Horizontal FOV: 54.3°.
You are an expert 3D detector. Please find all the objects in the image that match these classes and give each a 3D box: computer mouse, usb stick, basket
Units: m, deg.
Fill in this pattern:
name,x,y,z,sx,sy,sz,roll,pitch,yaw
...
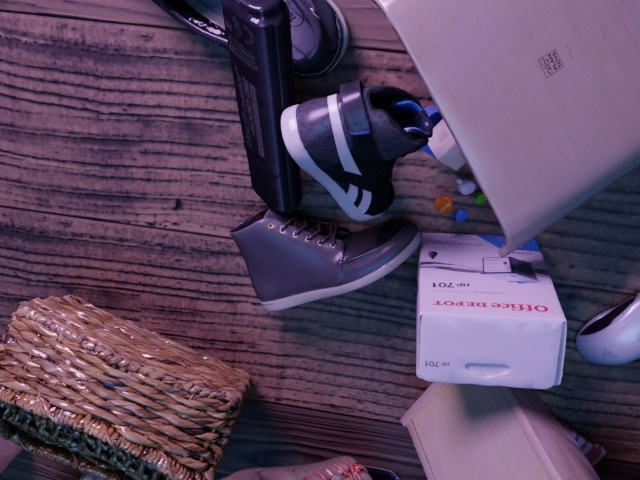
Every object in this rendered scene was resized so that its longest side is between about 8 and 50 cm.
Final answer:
name,x,y,z,sx,sy,sz,roll,pitch,yaw
computer mouse,0.395,0.094,0.733,0.106,0.042,0.193,44,113,-11
usb stick,-0.054,-0.130,0.631,0.077,0.045,0.278,46,158,27
basket,-0.262,0.225,0.771,0.299,0.213,0.223,25,87,-2

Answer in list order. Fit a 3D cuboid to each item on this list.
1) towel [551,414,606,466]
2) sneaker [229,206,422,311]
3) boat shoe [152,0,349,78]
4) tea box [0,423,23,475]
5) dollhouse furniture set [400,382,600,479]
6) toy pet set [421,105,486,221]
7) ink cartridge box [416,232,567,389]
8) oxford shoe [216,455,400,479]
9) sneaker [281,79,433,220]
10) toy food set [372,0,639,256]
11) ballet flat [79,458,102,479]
name,x,y,z,sx,sy,sz,roll,pitch,yaw
towel,0.266,0.280,0.847,0.197,0.029,0.144,33,115,-9
sneaker,0.000,0.000,0.736,0.222,0.083,0.118,-22,108,19
boat shoe,-0.123,-0.276,0.618,0.340,0.113,0.127,41,114,-9
tea box,-0.679,0.264,0.891,0.323,0.220,0.329,-17,109,16
dollhouse furniture set,0.330,0.300,0.751,0.394,0.256,0.362,21,119,-27
toy pet set,0.155,-0.098,0.693,0.114,0.065,0.122,21,125,-39
ink cartridge box,0.175,0.066,0.676,0.139,0.191,0.082,2,114,8
oxford shoe,-0.008,0.318,0.794,0.130,0.348,0.123,-45,57,8
sneaker,0.064,-0.083,0.627,0.121,0.217,0.079,-15,69,24
toy food set,0.200,-0.166,0.609,0.219,0.092,0.306,-33,102,-4
ballet flat,-0.336,0.314,0.932,0.076,0.079,0.222,-11,111,17
